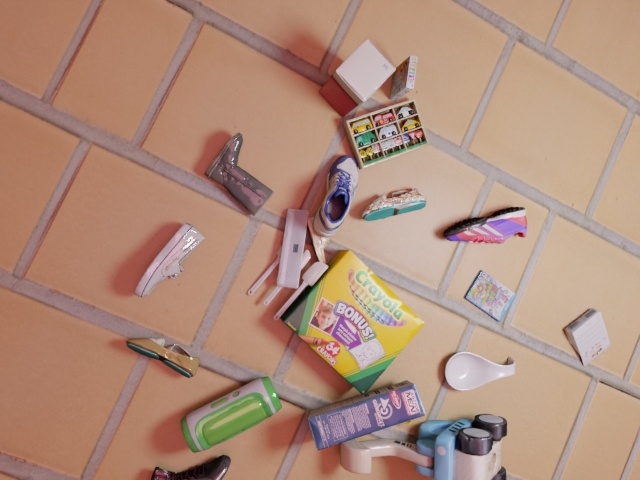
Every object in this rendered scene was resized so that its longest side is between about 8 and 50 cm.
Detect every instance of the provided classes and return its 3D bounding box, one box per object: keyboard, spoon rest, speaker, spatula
[{"bbox_3d":[-0.089,0.024,1.625,0.072,0.014,0.255,7,83,8],"label":"keyboard"},{"bbox_3d":[0.568,0.453,1.773,0.277,0.084,0.137,-2,91,-13],"label":"spoon rest"},{"bbox_3d":[-0.275,0.540,1.572,0.297,0.131,0.131,-24,96,-11],"label":"speaker"},{"bbox_3d":[-0.114,0.123,1.629,0.168,0.019,0.242,41,89,11],"label":"spatula"}]

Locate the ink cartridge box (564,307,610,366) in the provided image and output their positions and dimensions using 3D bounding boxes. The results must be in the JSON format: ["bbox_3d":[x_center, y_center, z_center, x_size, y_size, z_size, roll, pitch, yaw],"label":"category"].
[{"bbox_3d":[1.008,0.364,1.898,0.145,0.045,0.179,-33,115,-10],"label":"ink cartridge box"}]

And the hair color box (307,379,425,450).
[{"bbox_3d":[0.142,0.550,1.602,0.348,0.174,0.105,-18,79,-2],"label":"hair color box"}]

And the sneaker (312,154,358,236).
[{"bbox_3d":[0.070,-0.153,1.614,0.112,0.131,0.296,20,71,-11],"label":"sneaker"}]

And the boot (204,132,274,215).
[{"bbox_3d":[-0.235,-0.209,1.596,0.209,0.076,0.189,36,98,-4],"label":"boot"}]

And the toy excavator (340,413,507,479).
[{"bbox_3d":[0.346,0.708,1.674,0.433,0.446,0.222,0,90,-53],"label":"toy excavator"}]

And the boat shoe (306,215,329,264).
[{"bbox_3d":[0.000,0.000,1.655,0.059,0.063,0.169,-16,93,-6],"label":"boat shoe"}]

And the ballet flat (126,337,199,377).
[{"bbox_3d":[-0.483,0.345,1.562,0.232,0.080,0.073,32,56,-13],"label":"ballet flat"}]

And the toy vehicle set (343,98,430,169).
[{"bbox_3d":[0.225,-0.360,1.703,0.267,0.035,0.165,-22,95,-15],"label":"toy vehicle set"}]

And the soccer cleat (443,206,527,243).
[{"bbox_3d":[0.583,-0.031,1.762,0.319,0.109,0.116,-15,98,-14],"label":"soccer cleat"}]

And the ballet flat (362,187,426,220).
[{"bbox_3d":[0.243,-0.124,1.708,0.241,0.091,0.077,-12,63,-16],"label":"ballet flat"}]

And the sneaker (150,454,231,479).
[{"bbox_3d":[-0.425,0.733,1.554,0.281,0.106,0.162,-42,96,-8],"label":"sneaker"}]

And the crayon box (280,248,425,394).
[{"bbox_3d":[0.106,0.263,1.659,0.363,0.106,0.313,44,82,-9],"label":"crayon box"}]

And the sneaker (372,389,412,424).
[{"bbox_3d":[0.244,0.562,1.713,0.175,0.067,0.064,31,86,-9],"label":"sneaker"}]

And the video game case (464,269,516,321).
[{"bbox_3d":[0.612,0.200,1.814,0.166,0.015,0.119,34,84,-11],"label":"video game case"}]

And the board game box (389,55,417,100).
[{"bbox_3d":[0.271,-0.531,1.660,0.026,0.154,0.103,7,89,-12],"label":"board game box"}]

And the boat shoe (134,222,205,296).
[{"bbox_3d":[-0.458,0.074,1.546,0.088,0.096,0.267,37,75,-6],"label":"boat shoe"}]

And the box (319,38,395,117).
[{"bbox_3d":[0.108,-0.502,1.585,0.127,0.232,0.148,44,82,-10],"label":"box"}]
